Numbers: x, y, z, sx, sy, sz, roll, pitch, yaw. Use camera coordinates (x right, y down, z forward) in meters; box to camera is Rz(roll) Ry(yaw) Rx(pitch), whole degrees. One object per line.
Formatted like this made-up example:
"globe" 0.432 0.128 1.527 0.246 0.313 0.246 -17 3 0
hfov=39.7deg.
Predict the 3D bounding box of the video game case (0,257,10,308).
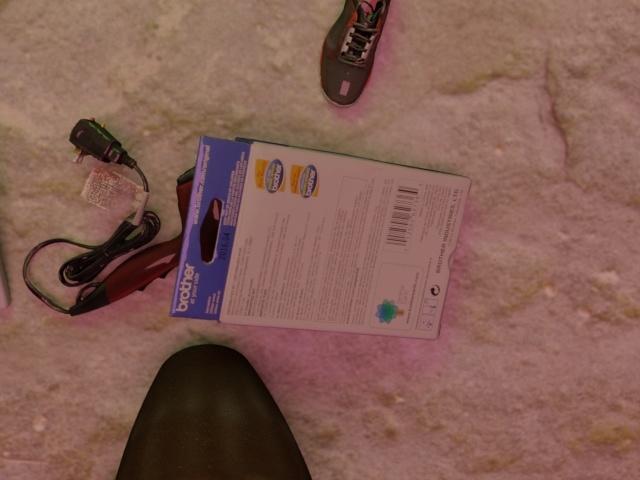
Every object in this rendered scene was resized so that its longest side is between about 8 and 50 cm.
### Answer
"video game case" -0.437 -0.008 0.926 0.183 0.023 0.201 -3 122 -3

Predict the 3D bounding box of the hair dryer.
"hair dryer" -0.160 0.007 0.972 0.293 0.080 0.224 23 114 -2

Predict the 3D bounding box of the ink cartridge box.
"ink cartridge box" 0.000 0.000 0.922 0.311 0.065 0.186 7 100 -28

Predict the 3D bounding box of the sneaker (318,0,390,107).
"sneaker" 0.037 -0.218 0.935 0.061 0.065 0.158 14 98 -6

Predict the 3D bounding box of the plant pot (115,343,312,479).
"plant pot" -0.113 0.223 0.906 0.215 0.230 0.215 -6 129 -7
